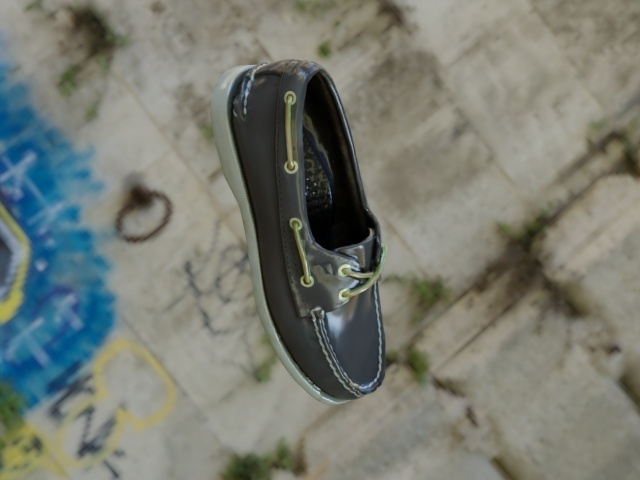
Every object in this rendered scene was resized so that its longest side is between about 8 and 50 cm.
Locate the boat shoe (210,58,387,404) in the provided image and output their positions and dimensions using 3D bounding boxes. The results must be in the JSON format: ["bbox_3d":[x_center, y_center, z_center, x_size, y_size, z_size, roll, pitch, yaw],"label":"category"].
[{"bbox_3d":[0.000,0.000,0.926,0.068,0.081,0.228,-4,-68,40],"label":"boat shoe"}]
